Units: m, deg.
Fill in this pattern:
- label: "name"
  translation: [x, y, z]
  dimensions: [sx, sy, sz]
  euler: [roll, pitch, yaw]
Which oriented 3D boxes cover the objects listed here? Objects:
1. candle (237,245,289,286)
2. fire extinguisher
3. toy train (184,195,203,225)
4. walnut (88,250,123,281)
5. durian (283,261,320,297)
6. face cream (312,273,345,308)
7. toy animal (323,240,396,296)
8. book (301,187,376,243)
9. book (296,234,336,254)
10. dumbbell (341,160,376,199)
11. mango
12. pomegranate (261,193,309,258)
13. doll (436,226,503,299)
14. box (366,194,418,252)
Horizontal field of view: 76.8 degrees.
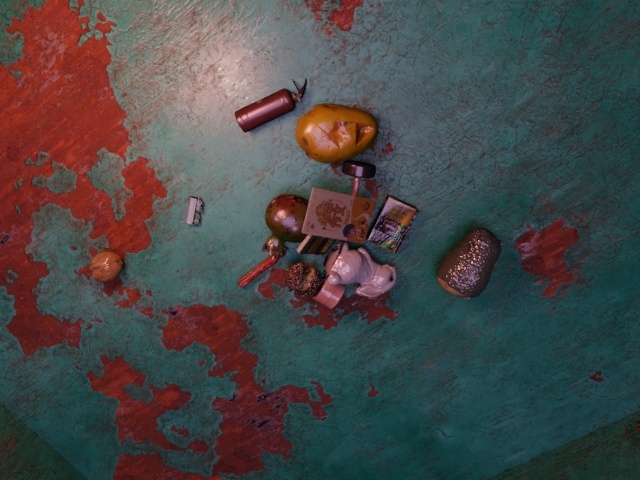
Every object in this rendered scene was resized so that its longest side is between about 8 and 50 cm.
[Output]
- label: "candle"
  translation: [-0.290, 0.136, 2.032]
  dimensions: [0.329, 0.048, 0.051]
  euler: [-38, 90, 14]
- label: "fire extinguisher"
  translation: [-0.204, -0.601, 1.759]
  dimensions: [0.344, 0.102, 0.138]
  euler: [-23, 72, 9]
- label: "toy train"
  translation: [-0.609, -0.142, 1.950]
  dimensions: [0.071, 0.038, 0.147]
  euler: [15, 108, -4]
- label: "walnut"
  translation: [-1.062, 0.127, 2.003]
  dimensions: [0.167, 0.149, 0.166]
  euler: [-2, 86, 28]
- label: "durian"
  translation: [-0.099, 0.199, 1.992]
  dimensions: [0.196, 0.167, 0.196]
  euler: [7, 120, 13]
- label: "face cream"
  translation: [0.042, 0.252, 2.006]
  dimensions: [0.104, 0.149, 0.149]
  euler: [33, 106, -8]
- label: "toy animal"
  translation: [0.195, 0.160, 1.950]
  dimensions: [0.357, 0.194, 0.257]
  euler: [29, 65, -12]
- label: "book"
  translation: [0.081, -0.106, 1.773]
  dimensions: [0.296, 0.020, 0.207]
  euler: [9, 108, -16]
- label: "book"
  translation: [0.000, 0.000, 1.901]
  dimensions: [0.024, 0.228, 0.160]
  euler: [45, 109, 27]
- label: "dumbbell"
  translation: [0.162, -0.245, 1.834]
  dimensions: [0.153, 0.152, 0.218]
  euler: [8, 108, -1]
- label: "mango"
  translation: [0.073, -0.471, 1.758]
  dimensions: [0.365, 0.182, 0.252]
  euler: [-10, 106, -7]
- label: "pomegranate"
  translation: [-0.141, -0.059, 1.863]
  dimensions: [0.242, 0.242, 0.305]
  euler: [8, 106, -1]
- label: "doll"
  translation: [0.715, 0.108, 1.911]
  dimensions: [0.247, 0.247, 0.349]
  euler: [24, 101, -6]
- label: "box"
  translation: [0.340, -0.079, 1.929]
  dimensions: [0.159, 0.071, 0.240]
  euler: [21, 108, -8]
